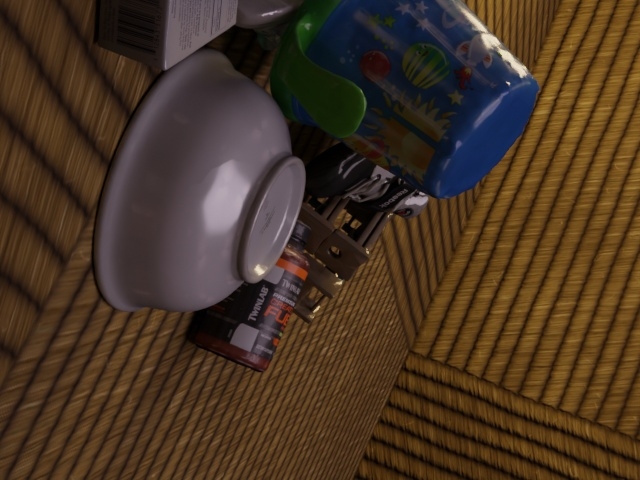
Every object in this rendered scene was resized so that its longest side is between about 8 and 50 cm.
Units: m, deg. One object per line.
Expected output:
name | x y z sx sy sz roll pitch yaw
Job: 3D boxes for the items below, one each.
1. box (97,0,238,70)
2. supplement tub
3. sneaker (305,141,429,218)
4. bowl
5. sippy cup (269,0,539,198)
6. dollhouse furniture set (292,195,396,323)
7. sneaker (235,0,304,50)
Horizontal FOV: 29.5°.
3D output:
box | -0.128 -0.237 1.064 0.137 0.072 0.126 -47 153 -53
supplement tub | -0.080 0.062 1.563 0.106 0.106 0.197 45 66 -74
sneaker | 0.094 -0.092 1.687 0.330 0.122 0.146 -31 98 -54
bowl | -0.105 -0.043 1.288 0.298 0.134 0.297 20 90 -76
sippy cup | 0.102 -0.170 1.316 0.305 0.224 0.240 -40 158 -21
dollhouse furniture set | 0.000 0.000 1.788 0.183 0.129 0.129 -50 -177 44
sneaker | -0.053 -0.246 1.327 0.094 0.080 0.212 -64 170 29
